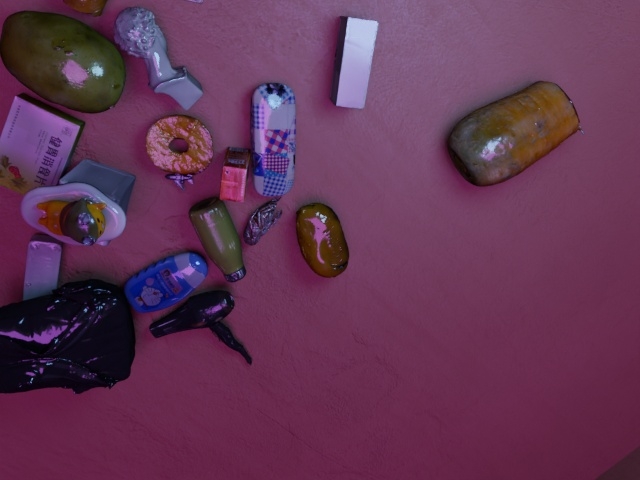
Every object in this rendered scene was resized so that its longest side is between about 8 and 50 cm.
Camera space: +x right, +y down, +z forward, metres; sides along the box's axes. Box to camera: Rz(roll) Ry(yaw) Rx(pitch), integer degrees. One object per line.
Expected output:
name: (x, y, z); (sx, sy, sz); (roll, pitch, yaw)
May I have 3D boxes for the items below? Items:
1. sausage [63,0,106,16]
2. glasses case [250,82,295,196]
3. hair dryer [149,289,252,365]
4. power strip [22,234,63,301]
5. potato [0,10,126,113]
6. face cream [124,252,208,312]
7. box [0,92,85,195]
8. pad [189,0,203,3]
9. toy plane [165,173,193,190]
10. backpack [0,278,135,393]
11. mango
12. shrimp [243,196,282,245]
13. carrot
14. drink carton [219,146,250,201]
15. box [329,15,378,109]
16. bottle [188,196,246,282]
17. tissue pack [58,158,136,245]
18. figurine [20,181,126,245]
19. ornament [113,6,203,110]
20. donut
sausage: (-0.554, -0.691, 1.328); (0.108, 0.109, 0.271); (14, 111, -13)
glasses case: (-0.136, -0.283, 1.561); (0.125, 0.076, 0.328); (-6, 114, -18)
hair dryer: (-0.356, 0.326, 1.804); (0.303, 0.120, 0.360); (-27, 123, 14)
power strip: (-0.862, 0.166, 1.677); (0.091, 0.062, 0.386); (9, 113, -21)
potato: (-0.641, -0.446, 1.368); (0.304, 0.216, 0.216); (22, 109, -2)
face cream: (-0.472, 0.127, 1.698); (0.263, 0.083, 0.149); (-28, 114, 5)
box: (-0.790, -0.250, 1.510); (0.175, 0.062, 0.261); (25, 107, -16)
pad: (-0.364, -0.754, 1.374); (0.159, 0.009, 0.265); (7, 112, -9)
toy plane: (-0.415, -0.186, 1.600); (0.083, 0.031, 0.079); (2, 98, -10)
backpack: (-0.781, 0.304, 1.604); (0.445, 0.255, 0.364); (-11, 116, -20)
mango: (0.000, 0.000, 1.668); (0.151, 0.156, 0.249); (-4, 122, 34)
shrimp: (-0.172, -0.065, 1.662); (0.073, 0.075, 0.190); (40, 94, 12)
carrot: (0.545, -0.304, 1.563); (0.340, 0.224, 0.224); (-31, 113, 3)
drink carton: (-0.236, -0.187, 1.515); (0.070, 0.223, 0.096); (5, 112, -8)
box: (0.088, -0.483, 1.478); (0.086, 0.129, 0.225); (5, 113, -10)
bottle: (-0.302, 0.005, 1.650); (0.112, 0.112, 0.260); (-19, 114, 2)
tissue pack: (-0.618, -0.111, 1.489); (0.159, 0.246, 0.136); (19, 109, -13)
figurine: (-0.610, -0.043, 1.310); (0.249, 0.141, 0.167); (2, 112, -8)
ornament: (-0.426, -0.469, 1.423); (0.120, 0.130, 0.285); (-32, 114, 2)
donut: (-0.393, -0.274, 1.542); (0.190, 0.075, 0.174); (-10, 115, 2)
